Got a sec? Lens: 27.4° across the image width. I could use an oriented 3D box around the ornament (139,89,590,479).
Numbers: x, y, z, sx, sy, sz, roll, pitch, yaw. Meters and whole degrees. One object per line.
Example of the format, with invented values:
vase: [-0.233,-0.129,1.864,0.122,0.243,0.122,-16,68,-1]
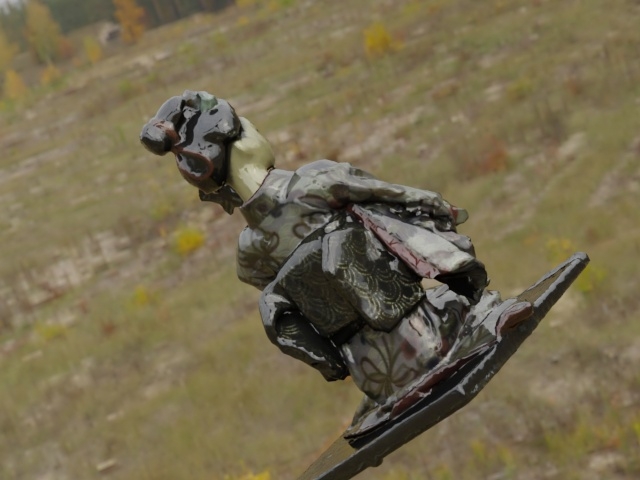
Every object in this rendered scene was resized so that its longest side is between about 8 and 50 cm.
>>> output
ornament: [0.000,0.000,0.645,0.166,0.196,0.153,-39,0,38]
